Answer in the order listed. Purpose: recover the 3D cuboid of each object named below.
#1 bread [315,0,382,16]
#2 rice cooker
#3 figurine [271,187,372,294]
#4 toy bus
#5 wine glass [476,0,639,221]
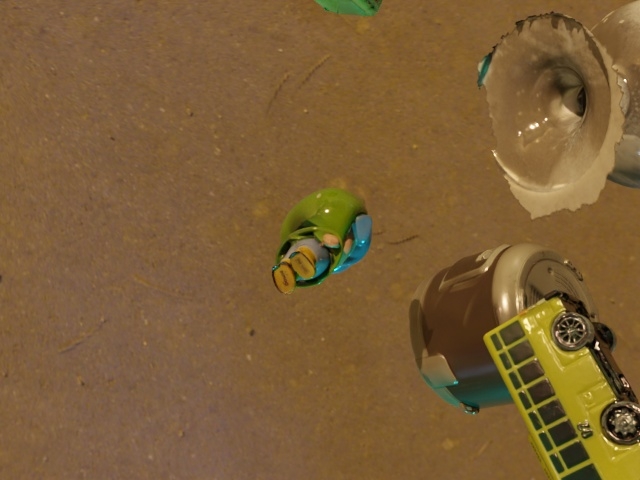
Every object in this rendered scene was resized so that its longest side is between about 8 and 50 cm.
[{"bbox_3d":[0.031,-0.518,1.448,0.241,0.136,0.107,12,88,-64],"label":"bread"},{"bbox_3d":[0.368,0.179,1.572,0.335,0.325,0.335,16,64,-36],"label":"rice cooker"},{"bbox_3d":[0.000,0.000,1.238,0.162,0.263,0.143,-41,92,28],"label":"figurine"},{"bbox_3d":[0.327,0.208,0.947,0.150,0.262,0.128,-35,150,23],"label":"toy bus"},{"bbox_3d":[0.362,-0.161,0.866,0.323,0.238,0.238,-11,111,-27],"label":"wine glass"}]
